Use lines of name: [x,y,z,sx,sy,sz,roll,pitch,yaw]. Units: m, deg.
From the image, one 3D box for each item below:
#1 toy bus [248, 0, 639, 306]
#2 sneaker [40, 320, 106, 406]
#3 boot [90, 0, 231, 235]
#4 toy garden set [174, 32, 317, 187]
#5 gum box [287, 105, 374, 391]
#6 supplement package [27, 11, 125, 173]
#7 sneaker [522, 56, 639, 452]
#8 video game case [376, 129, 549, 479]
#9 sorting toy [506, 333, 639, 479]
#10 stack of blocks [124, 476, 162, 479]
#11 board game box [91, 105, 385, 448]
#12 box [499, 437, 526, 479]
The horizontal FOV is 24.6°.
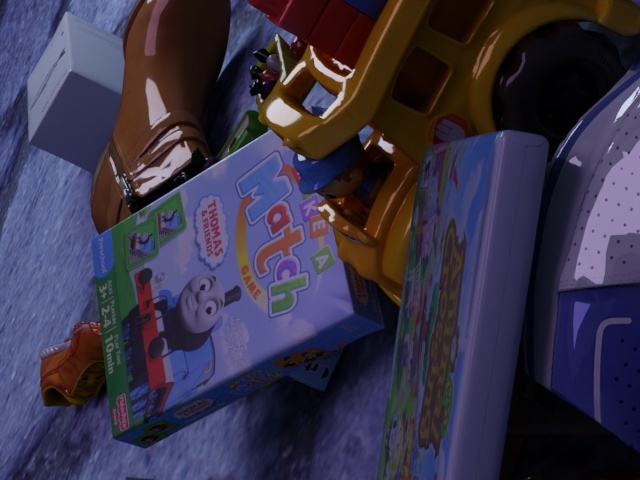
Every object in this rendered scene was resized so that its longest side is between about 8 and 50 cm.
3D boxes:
toy bus: [0.040,-0.084,0.834,0.220,0.211,0.149,-62,25,10]
sneaker: [-0.213,0.116,1.373,0.175,0.064,0.067,-37,55,55]
boot: [-0.141,-0.114,1.363,0.283,0.109,0.220,-62,22,12]
toy garden set: [-0.067,-0.035,1.111,0.204,0.049,0.244,-54,21,31]
gum box: [0.000,0.000,1.044,0.184,0.041,0.157,-65,22,-1]
supplement package: [-0.269,-0.169,1.693,0.105,0.105,0.179,-55,25,19]
sneaker: [0.206,-0.049,0.555,0.315,0.127,0.182,-64,21,-1]
video game case: [0.058,0.058,0.681,0.193,0.023,0.212,-163,82,-84]
sorting toy: [0.122,0.035,0.715,0.132,0.046,0.274,-7,60,49]
stack of blocks: [-0.061,0.254,0.733,0.297,0.171,0.087,-101,24,-55]
board game box: [-0.063,0.027,0.990,0.211,0.039,0.160,-29,56,28]
box: [0.070,0.127,0.792,0.081,0.028,0.136,2,66,65]
